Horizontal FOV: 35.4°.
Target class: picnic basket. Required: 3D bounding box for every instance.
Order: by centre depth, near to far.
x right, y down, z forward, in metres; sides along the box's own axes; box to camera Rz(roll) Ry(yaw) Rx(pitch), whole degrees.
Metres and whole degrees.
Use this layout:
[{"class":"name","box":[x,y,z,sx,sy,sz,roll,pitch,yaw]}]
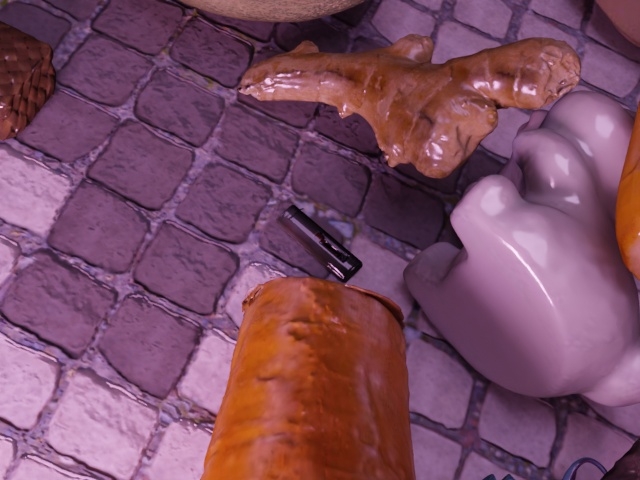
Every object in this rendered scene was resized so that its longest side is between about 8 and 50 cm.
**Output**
[{"class":"picnic basket","box":[-0.343,-0.176,0.926,0.193,0.055,0.110,28,54,-2]}]

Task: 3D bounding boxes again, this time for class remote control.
[{"class":"remote control","box":[0.000,0.000,0.951,0.091,0.016,0.034,41,60,10]}]

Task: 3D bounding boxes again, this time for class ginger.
[{"class":"ginger","box":[0.077,-0.141,0.965,0.334,0.081,0.147,15,89,29]}]

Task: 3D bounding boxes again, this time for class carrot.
[{"class":"carrot","box":[0.004,0.163,0.755,0.196,0.196,0.254,18,51,-7]}]

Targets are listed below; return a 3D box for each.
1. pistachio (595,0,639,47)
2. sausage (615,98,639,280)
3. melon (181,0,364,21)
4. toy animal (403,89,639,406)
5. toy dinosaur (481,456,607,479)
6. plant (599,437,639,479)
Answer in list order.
[{"class":"pistachio","box":[0.420,-0.356,1.206,0.230,0.230,0.309,-28,67,-31]},{"class":"sausage","box":[0.318,-0.111,0.841,0.112,0.112,0.328,22,62,-4]},{"class":"melon","box":[-0.045,-0.347,1.017,0.329,0.248,0.248,-8,62,-13]},{"class":"toy animal","box":[0.267,-0.016,0.948,0.241,0.196,0.367,43,57,2]},{"class":"toy dinosaur","box":[0.165,0.236,0.841,0.197,0.045,0.080,-32,86,-24]},{"class":"plant","box":[0.304,0.223,0.826,0.132,0.194,0.129,32,4,42]}]
